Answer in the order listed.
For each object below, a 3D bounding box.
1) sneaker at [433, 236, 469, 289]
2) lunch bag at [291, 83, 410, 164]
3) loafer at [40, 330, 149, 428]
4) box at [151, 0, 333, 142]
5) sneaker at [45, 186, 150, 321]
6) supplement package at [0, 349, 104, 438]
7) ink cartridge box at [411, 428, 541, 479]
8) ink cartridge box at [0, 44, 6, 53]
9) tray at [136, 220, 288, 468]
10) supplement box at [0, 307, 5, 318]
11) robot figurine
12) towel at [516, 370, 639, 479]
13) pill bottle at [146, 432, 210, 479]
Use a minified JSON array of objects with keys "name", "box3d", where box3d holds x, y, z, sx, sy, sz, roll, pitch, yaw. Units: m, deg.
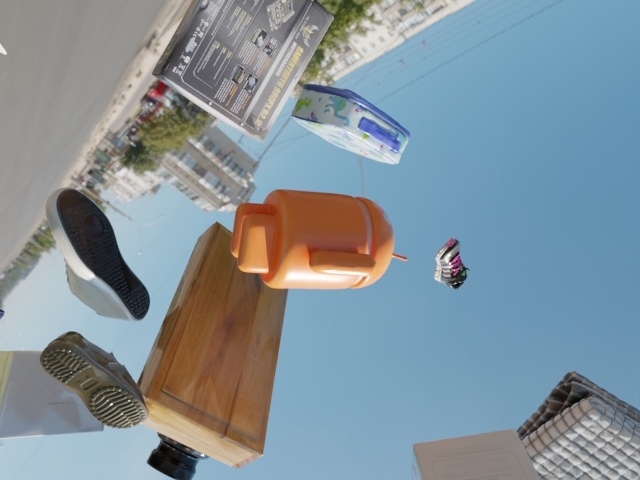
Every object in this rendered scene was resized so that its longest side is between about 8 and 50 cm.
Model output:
[{"name":"sneaker","box3d":[0.310,0.058,1.086,0.063,0.170,0.075,-39,-121,-20]},{"name":"lunch bag","box3d":[0.067,-0.233,0.948,0.176,0.219,0.090,31,-81,46]},{"name":"loafer","box3d":[-0.241,0.152,0.520,0.056,0.147,0.050,-24,-149,2]},{"name":"box","box3d":[-0.110,-0.294,0.700,0.056,0.183,0.230,32,-87,52]},{"name":"sneaker","box3d":[-0.422,0.040,0.830,0.123,0.289,0.105,-2,-143,16]},{"name":"supplement package","box3d":[-0.558,0.295,0.919,0.203,0.194,0.149,-9,-110,35]},{"name":"ink cartridge box","box3d":[0.159,0.278,0.407,0.109,0.062,0.209,-7,-147,-3]},{"name":"ink cartridge box","box3d":[-0.684,-0.386,0.718,0.353,0.207,0.119,122,-9,-76]},{"name":"tray","box3d":[-0.168,0.157,0.837,0.076,0.203,0.410,-39,-154,27]},{"name":"supplement box","box3d":[-0.682,0.067,0.641,0.194,0.357,0.195,-55,168,-16]},{"name":"robot figurine","box3d":[-0.001,-0.001,0.606,0.158,0.220,0.128,143,-54,-61]},{"name":"towel","box3d":[0.450,0.370,0.751,0.234,0.284,0.121,-60,175,27]},{"name":"pill bottle","box3d":[-0.243,0.352,0.931,0.123,0.123,0.219,-11,-134,54]}]
